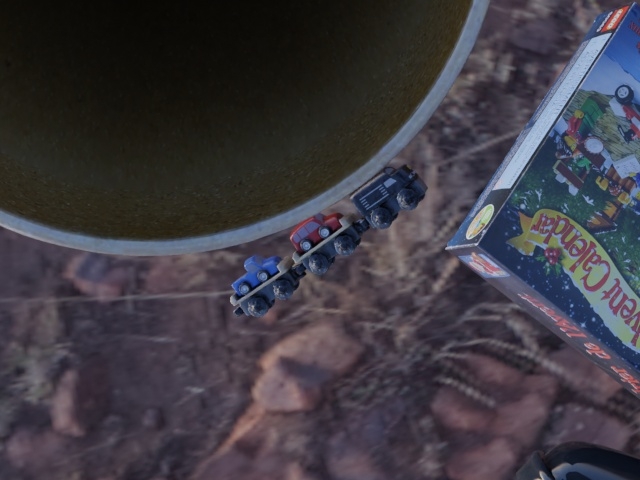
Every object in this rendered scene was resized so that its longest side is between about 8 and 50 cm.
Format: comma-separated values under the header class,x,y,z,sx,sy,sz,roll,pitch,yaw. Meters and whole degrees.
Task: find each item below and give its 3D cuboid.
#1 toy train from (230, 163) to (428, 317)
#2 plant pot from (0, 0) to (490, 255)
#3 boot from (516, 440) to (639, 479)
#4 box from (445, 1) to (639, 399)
class,x,y,z,sx,sy,sz,roll,pitch,yaw
toy train,0.000,0.000,1.133,0.158,0.027,0.036,-36,94,20
plant pot,-0.068,-0.151,0.680,0.237,0.254,0.237,-2,112,-5
boot,0.248,0.121,0.858,0.246,0.094,0.207,39,93,26
box,0.203,0.007,0.935,0.233,0.044,0.159,37,76,-13
